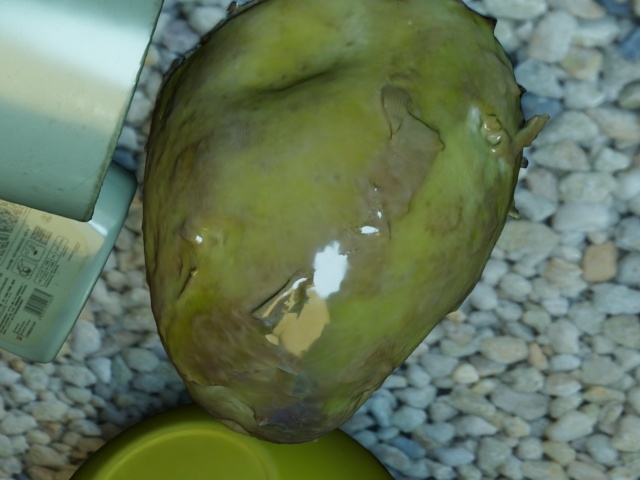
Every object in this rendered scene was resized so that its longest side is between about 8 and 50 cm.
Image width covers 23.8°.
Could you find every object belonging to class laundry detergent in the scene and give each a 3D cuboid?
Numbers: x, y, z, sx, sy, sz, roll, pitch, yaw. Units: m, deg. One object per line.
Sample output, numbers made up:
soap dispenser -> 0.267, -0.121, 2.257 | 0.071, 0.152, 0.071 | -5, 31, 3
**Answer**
laundry detergent -> -0.300, -0.028, 1.162 | 0.281, 0.105, 0.215 | 23, 131, -11

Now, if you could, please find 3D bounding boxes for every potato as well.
potato -> 0.000, 0.000, 1.047 | 0.301, 0.237, 0.288 | 5, 129, 5

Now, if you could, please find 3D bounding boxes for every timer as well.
timer -> -0.059, 0.323, 1.269 | 0.376, 0.376, 0.387 | -5, 141, 14

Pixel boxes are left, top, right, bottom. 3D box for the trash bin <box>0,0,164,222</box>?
trash bin -> -0.310, -0.191, 0.927 | 0.432, 0.280, 0.280 | 19, 130, -10
